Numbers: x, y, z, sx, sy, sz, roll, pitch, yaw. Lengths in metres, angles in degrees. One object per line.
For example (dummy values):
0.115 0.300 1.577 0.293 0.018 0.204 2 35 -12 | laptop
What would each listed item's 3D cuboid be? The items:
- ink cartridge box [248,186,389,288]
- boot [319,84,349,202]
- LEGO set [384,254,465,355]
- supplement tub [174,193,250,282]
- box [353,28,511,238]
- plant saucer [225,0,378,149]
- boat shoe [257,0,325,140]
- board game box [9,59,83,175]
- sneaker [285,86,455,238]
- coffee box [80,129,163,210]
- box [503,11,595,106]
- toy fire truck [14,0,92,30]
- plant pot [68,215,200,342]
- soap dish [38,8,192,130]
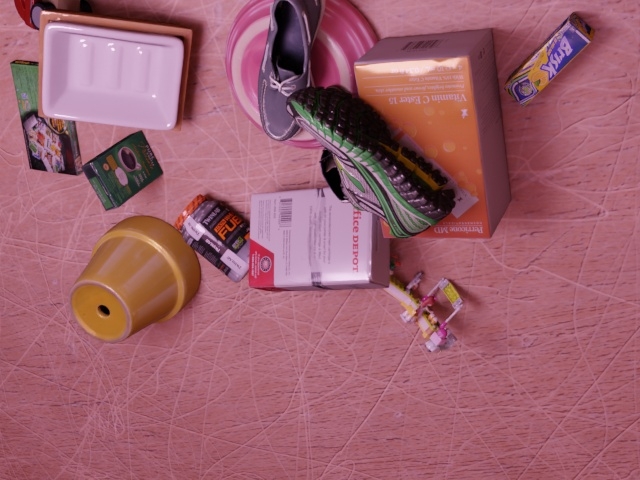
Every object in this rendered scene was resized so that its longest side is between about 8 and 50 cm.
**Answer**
0.000 0.000 1.933 0.273 0.114 0.197 -3 80 26 | ink cartridge box
0.042 -0.175 1.768 0.082 0.106 0.219 -14 106 28 | boot
0.194 0.098 1.960 0.107 0.132 0.287 -49 66 19 | LEGO set
-0.218 -0.007 2.075 0.190 0.117 0.117 39 125 -1 | supplement tub
0.212 -0.191 1.749 0.215 0.168 0.345 0 117 25 | box
-0.043 -0.324 1.844 0.332 0.084 0.332 11 121 19 | plant saucer
-0.069 -0.318 1.747 0.116 0.099 0.319 21 123 12 | boat shoe
-0.621 -0.277 2.163 0.136 0.030 0.259 11 121 21 | board game box
0.065 -0.130 1.668 0.343 0.134 0.146 44 127 -3 | sneaker
-0.423 -0.151 2.048 0.040 0.184 0.113 -15 111 33 | coffee box
0.398 -0.315 1.664 0.054 0.059 0.169 40 126 -4 | box
-0.598 -0.556 1.945 0.246 0.158 0.217 30 122 30 | toy fire truck
-0.436 0.105 2.162 0.254 0.239 0.254 10 121 18 | plant pot
-0.415 -0.346 1.921 0.291 0.118 0.229 5 123 -11 | soap dish
